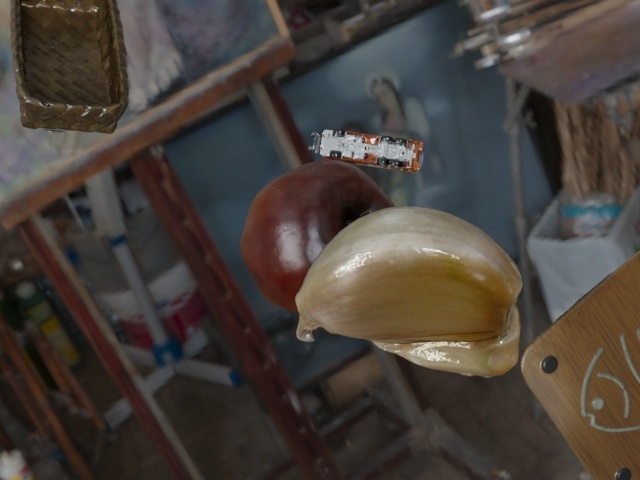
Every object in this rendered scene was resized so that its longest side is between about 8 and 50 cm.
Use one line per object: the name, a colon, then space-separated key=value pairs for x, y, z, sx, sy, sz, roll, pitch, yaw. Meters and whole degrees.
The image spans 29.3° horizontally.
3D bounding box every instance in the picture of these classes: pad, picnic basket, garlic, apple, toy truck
pad: x=0.436 y=0.181 z=1.669 sx=0.284 sy=0.286 sz=0.018 roll=-39 pitch=16 yaw=-9
picnic basket: x=-0.246 y=-0.181 z=1.189 sx=0.110 sy=0.055 sz=0.193 roll=2 pitch=50 yaw=-18
garlic: x=0.090 y=0.044 z=1.228 sx=0.228 sy=0.217 sz=0.110 roll=2 pitch=54 yaw=6
apple: x=-0.001 y=-0.002 z=1.725 sx=0.234 sy=0.234 sz=0.234 roll=-19 pitch=26 yaw=10
toy truck: x=0.032 y=-0.065 z=0.871 sx=0.083 sy=0.024 sz=0.032 roll=8 pitch=-3 yaw=9
